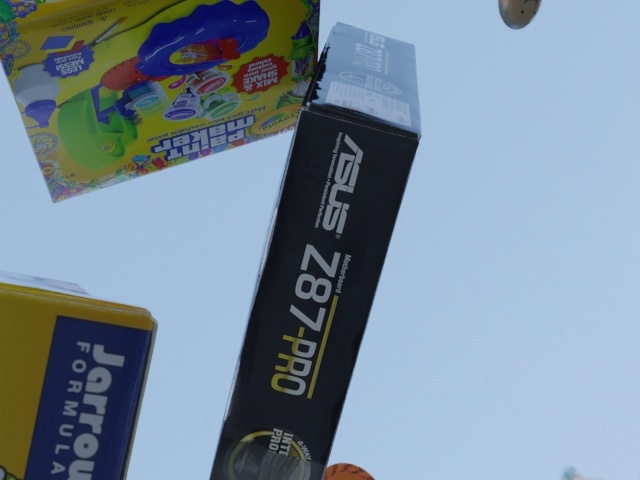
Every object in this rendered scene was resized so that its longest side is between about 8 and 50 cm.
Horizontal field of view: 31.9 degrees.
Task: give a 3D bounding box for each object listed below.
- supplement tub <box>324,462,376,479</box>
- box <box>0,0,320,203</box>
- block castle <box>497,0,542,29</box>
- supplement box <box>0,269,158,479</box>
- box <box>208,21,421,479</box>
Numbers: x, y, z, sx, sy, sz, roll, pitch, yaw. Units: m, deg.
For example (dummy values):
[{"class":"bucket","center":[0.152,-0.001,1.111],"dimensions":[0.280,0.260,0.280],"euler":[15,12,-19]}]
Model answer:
[{"class":"supplement tub","center":[-0.002,0.347,1.342],"dimensions":[0.117,0.117,0.190],"euler":[10,-38,-20]},{"class":"box","center":[-0.164,-0.215,1.075],"dimensions":[0.290,0.177,0.279],"euler":[-18,-26,-10]},{"class":"block castle","center":[-0.061,-0.272,0.783],"dimensions":[0.453,0.303,0.213],"euler":[-1,-71,-17]},{"class":"supplement box","center":[-0.290,0.091,0.554],"dimensions":[0.356,0.194,0.195],"euler":[12,-93,-23]},{"class":"box","center":[0.000,0.000,0.962],"dimensions":[0.097,0.395,0.318],"euler":[16,-72,-2]}]
